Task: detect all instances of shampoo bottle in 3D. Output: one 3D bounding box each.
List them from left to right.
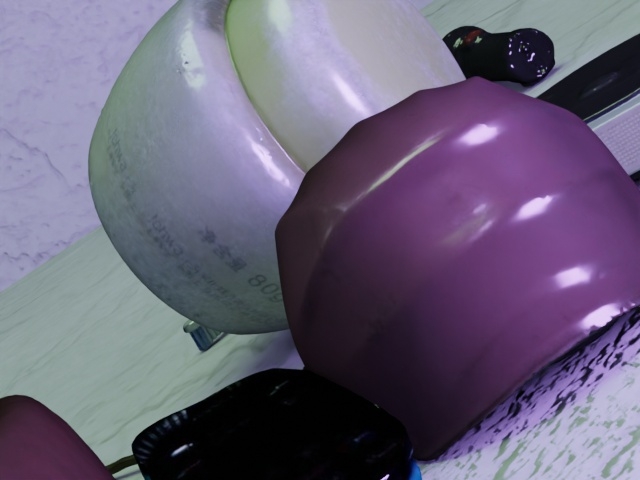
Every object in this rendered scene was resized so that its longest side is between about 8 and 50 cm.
[{"bbox_3d":[-0.038,-0.080,1.447,0.317,0.322,0.322,-39,7,26],"label":"shampoo bottle"}]

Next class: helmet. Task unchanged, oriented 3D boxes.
[{"bbox_3d":[0.081,-0.002,1.102,0.271,0.197,0.338,-36,12,-1],"label":"helmet"}]

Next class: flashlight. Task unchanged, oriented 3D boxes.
[{"bbox_3d":[0.219,-0.233,2.004,0.093,0.093,0.232,-35,11,-10],"label":"flashlight"}]

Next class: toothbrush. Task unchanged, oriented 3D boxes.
[{"bbox_3d":[-0.002,-0.004,1.750,0.386,0.040,0.040,-38,12,-28],"label":"toothbrush"}]

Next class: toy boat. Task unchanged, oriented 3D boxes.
[{"bbox_3d":[-0.021,0.160,0.962,0.134,0.092,0.299,-22,13,-14],"label":"toy boat"}]

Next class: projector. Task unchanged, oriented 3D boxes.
[{"bbox_3d":[0.262,-0.108,1.344,0.257,0.079,0.259,-29,12,16],"label":"projector"}]

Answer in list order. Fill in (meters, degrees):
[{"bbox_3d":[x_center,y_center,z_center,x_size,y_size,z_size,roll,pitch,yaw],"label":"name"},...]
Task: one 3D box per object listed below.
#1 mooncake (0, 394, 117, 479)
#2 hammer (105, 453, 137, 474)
[{"bbox_3d":[-0.248,0.245,1.004,0.326,0.174,0.334,-29,14,36],"label":"mooncake"},{"bbox_3d":[-0.192,0.205,1.419,0.292,0.029,0.058,-26,11,41],"label":"hammer"}]
